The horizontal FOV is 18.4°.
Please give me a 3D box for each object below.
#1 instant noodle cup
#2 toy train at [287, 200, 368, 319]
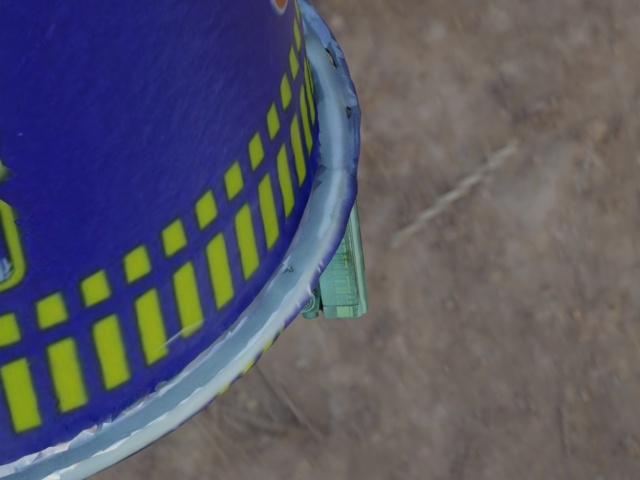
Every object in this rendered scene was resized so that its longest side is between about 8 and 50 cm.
[{"bbox_3d":[-0.134,-0.130,0.451,0.284,0.312,0.284,-2,44,1],"label":"instant noodle cup"},{"bbox_3d":[0.000,0.000,1.657,0.071,0.148,0.038,-5,30,5],"label":"toy train"}]
